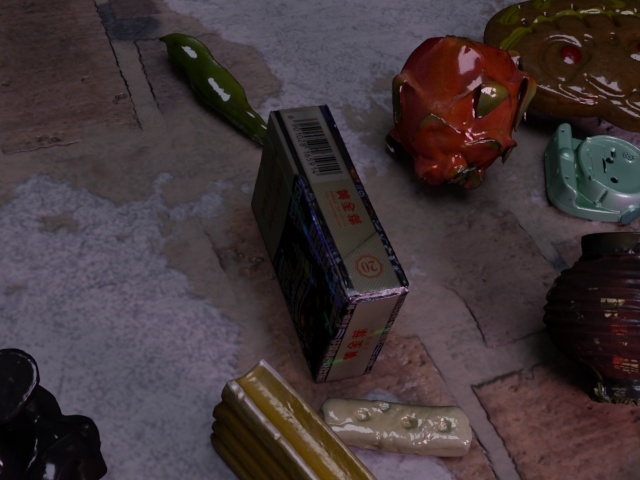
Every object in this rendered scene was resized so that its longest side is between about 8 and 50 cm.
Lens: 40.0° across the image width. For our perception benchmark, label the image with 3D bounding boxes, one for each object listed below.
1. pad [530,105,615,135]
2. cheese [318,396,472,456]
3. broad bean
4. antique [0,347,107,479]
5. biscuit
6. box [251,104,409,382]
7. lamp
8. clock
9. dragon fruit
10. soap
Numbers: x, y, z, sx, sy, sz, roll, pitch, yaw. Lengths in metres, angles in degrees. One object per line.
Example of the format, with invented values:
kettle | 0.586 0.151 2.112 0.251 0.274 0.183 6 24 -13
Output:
pad | 0.510 -0.302 1.551 0.375 0.063 0.315 -8 43 -19
cheese | 0.093 0.230 1.079 0.194 0.043 0.065 7 56 -11
broad bean | -0.136 -0.229 1.384 0.318 0.056 0.098 36 46 9
antique | -0.368 0.197 0.862 0.322 0.255 0.185 6 66 4
biscuit | 0.487 -0.320 1.509 0.394 0.070 0.350 -11 49 -12
box | 0.000 0.000 1.137 0.084 0.198 0.310 -8 55 -20
lamp | 0.409 0.104 1.141 0.247 0.247 0.247 7 51 -8
clock | 0.470 -0.103 1.419 0.210 0.066 0.159 11 51 -6
dragon fruit | 0.212 -0.200 1.342 0.224 0.227 0.224 4 18 -1
soap | -0.021 0.257 0.964 0.073 0.140 0.232 -32 65 -32
